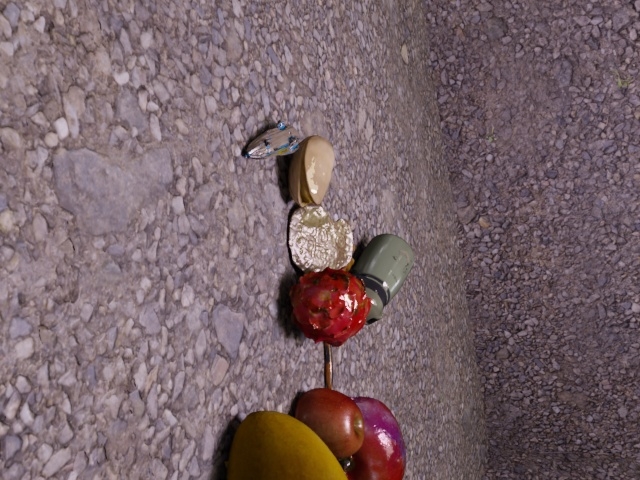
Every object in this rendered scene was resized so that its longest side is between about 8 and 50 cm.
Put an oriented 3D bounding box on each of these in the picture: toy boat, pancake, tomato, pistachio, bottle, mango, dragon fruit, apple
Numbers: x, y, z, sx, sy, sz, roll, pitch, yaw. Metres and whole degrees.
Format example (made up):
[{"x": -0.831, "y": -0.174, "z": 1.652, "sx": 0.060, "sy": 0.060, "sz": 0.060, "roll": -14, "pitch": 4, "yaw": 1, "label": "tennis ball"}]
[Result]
[{"x": -0.121, "y": -0.236, "z": 1.613, "sx": 0.084, "sy": 0.066, "sz": 0.210, "roll": 51, "pitch": 38, "yaw": 2, "label": "toy boat"}, {"x": 0.000, "y": 0.000, "z": 1.795, "sx": 0.235, "sy": 0.029, "sz": 0.212, "roll": 46, "pitch": 61, "yaw": -29, "label": "pancake"}, {"x": 0.176, "y": 0.624, "z": 2.022, "sx": 0.290, "sy": 0.176, "sz": 0.334, "roll": -29, "pitch": 112, "yaw": -66, "label": "tomato"}, {"x": -0.031, "y": -0.185, "z": 1.732, "sx": 0.145, "sy": 0.117, "sz": 0.200, "roll": 58, "pitch": 41, "yaw": -50, "label": "pistachio"}, {"x": 0.171, "y": 0.126, "z": 2.090, "sx": 0.347, "sy": 0.169, "sz": 0.168, "roll": -51, "pitch": 133, "yaw": -49, "label": "bottle"}, {"x": -0.075, "y": 0.571, "z": 1.372, "sx": 0.220, "sy": 0.302, "sz": 0.444, "roll": 71, "pitch": -2, "yaw": -65, "label": "mango"}, {"x": 0.029, "y": 0.171, "z": 1.729, "sx": 0.268, "sy": 0.205, "sz": 0.210, "roll": 0, "pitch": 84, "yaw": -74, "label": "dragon fruit"}, {"x": 0.021, "y": 0.469, "z": 1.707, "sx": 0.181, "sy": 0.169, "sz": 0.180, "roll": 32, "pitch": 53, "yaw": -57, "label": "apple"}]

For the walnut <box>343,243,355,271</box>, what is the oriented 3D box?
[{"x": 0.036, "y": 0.021, "z": 1.907, "sx": 0.170, "sy": 0.069, "sz": 0.142, "roll": 28, "pitch": 62, "yaw": -52, "label": "walnut"}]

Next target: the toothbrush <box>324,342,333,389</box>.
[{"x": 0.020, "y": 0.266, "z": 1.900, "sx": 0.031, "sy": 0.023, "sz": 0.320, "roll": 9, "pitch": 78, "yaw": -62, "label": "toothbrush"}]
